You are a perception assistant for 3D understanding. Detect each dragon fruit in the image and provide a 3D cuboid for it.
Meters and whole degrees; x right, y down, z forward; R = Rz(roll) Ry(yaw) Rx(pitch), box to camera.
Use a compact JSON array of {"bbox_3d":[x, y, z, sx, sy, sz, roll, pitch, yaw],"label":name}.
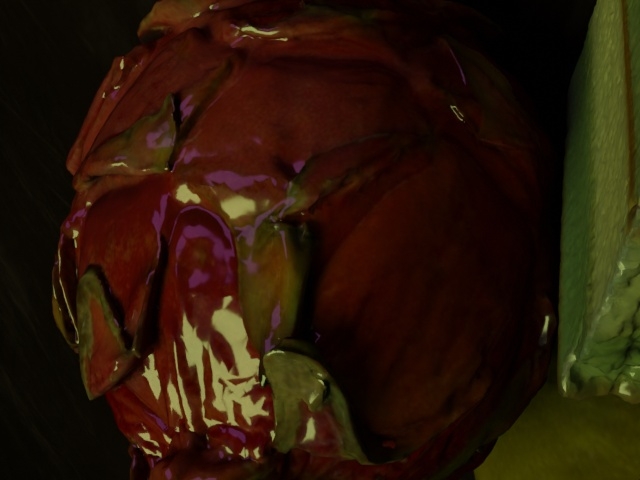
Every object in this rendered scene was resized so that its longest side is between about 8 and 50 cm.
[{"bbox_3d":[0.000,0.000,0.545,0.277,0.277,0.343,135,135,-55],"label":"dragon fruit"}]

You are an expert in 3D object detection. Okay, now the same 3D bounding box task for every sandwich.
[{"bbox_3d":[0.158,-0.037,0.397,0.227,0.198,0.155,39,141,27],"label":"sandwich"}]

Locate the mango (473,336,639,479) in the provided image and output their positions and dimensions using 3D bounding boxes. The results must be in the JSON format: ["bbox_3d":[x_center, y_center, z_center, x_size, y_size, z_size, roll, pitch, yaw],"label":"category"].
[{"bbox_3d":[0.200,0.161,0.521,0.331,0.142,0.195,19,88,50],"label":"mango"}]
